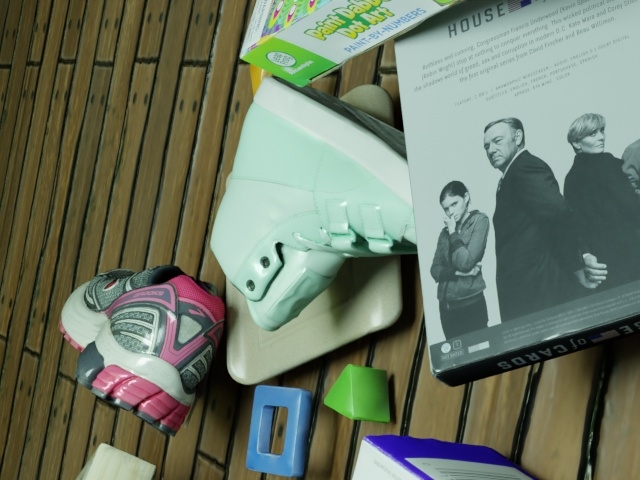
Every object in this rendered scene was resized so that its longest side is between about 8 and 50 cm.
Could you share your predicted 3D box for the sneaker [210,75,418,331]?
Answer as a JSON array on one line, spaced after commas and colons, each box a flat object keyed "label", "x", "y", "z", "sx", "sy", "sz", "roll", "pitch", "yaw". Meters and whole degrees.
[{"label": "sneaker", "x": 0.029, "y": 0.008, "z": 0.967, "sx": 0.256, "sy": 0.094, "sz": 0.151, "roll": 34, "pitch": 107, "yaw": 42}]

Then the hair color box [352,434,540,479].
[{"label": "hair color box", "x": 0.067, "y": 0.300, "z": 0.833, "sx": 0.185, "sy": 0.110, "sz": 0.339, "roll": 28, "pitch": 104, "yaw": 58}]

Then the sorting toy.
[{"label": "sorting toy", "x": 0.000, "y": 0.000, "z": 1.113, "sx": 0.196, "sy": 0.047, "sz": 0.348, "roll": -26, "pitch": 60, "yaw": 50}]

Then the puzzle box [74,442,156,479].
[{"label": "puzzle box", "x": -0.256, "y": 0.378, "z": 1.232, "sx": 0.409, "sy": 0.052, "sz": 0.272, "roll": -67, "pitch": 7, "yaw": -24}]

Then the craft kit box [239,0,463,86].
[{"label": "craft kit box", "x": 0.058, "y": -0.237, "z": 0.901, "sx": 0.246, "sy": 0.061, "sz": 0.250, "roll": -16, "pitch": 54, "yaw": 58}]

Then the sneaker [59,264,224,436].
[{"label": "sneaker", "x": -0.135, "y": 0.070, "z": 1.257, "sx": 0.112, "sy": 0.121, "sz": 0.299, "roll": -58, "pitch": 18, "yaw": 0}]

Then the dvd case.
[{"label": "dvd case", "x": 0.130, "y": -0.055, "z": 0.823, "sx": 0.179, "sy": 0.029, "sz": 0.239, "roll": -19, "pitch": 58, "yaw": 26}]
